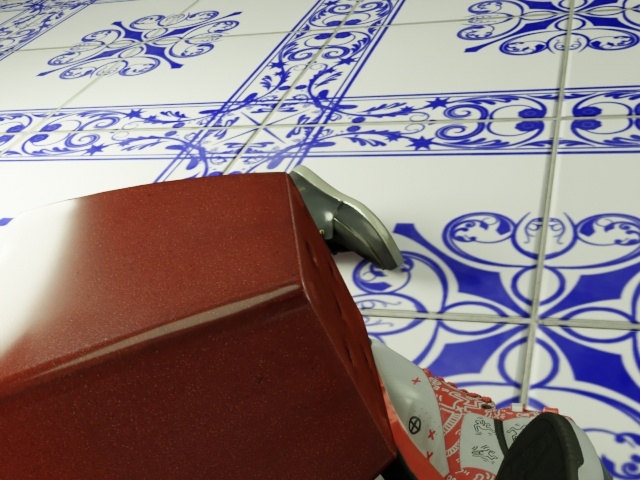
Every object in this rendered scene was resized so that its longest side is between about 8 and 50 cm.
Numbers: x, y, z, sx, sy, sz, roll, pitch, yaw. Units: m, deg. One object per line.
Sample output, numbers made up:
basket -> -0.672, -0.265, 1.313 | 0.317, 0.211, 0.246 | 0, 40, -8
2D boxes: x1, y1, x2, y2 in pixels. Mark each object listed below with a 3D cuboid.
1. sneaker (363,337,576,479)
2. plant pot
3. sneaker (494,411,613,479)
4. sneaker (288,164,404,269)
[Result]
sneaker -> 0.123, 0.164, 0.688 | 0.145, 0.090, 0.270 | -10, 28, -13
plant pot -> -0.090, 0.095, 0.638 | 0.236, 0.267, 0.267 | -24, 31, 7
sneaker -> 0.202, 0.239, 0.462 | 0.178, 0.124, 0.295 | 26, 32, -11
sneaker -> 0.000, 0.000, 1.010 | 0.118, 0.083, 0.222 | -42, 47, -12
